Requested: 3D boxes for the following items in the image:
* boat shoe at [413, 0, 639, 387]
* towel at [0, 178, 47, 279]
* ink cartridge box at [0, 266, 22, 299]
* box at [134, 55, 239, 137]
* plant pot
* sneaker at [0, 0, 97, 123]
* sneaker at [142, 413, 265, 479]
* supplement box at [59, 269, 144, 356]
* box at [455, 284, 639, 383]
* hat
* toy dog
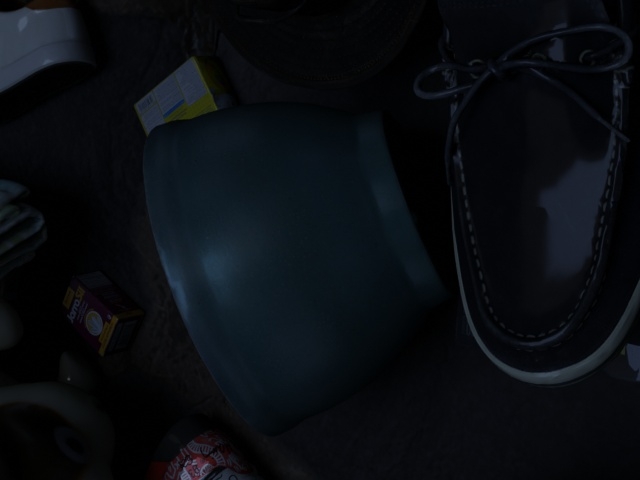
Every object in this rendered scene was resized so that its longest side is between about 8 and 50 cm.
[{"bbox_3d":[0.165,-0.141,1.063,0.187,0.156,0.500,2,85,35],"label":"boat shoe"},{"bbox_3d":[-0.515,0.033,1.521,0.374,0.320,0.090,11,135,36],"label":"towel"},{"bbox_3d":[-0.406,0.008,1.663,0.181,0.062,0.104,24,110,35],"label":"ink cartridge box"},{"bbox_3d":[-0.113,-0.086,1.429,0.105,0.043,0.179,-32,74,37],"label":"box"},{"bbox_3d":[0.000,0.000,1.223,0.196,0.293,0.293,-21,82,12],"label":"plant pot"},{"bbox_3d":[-0.372,-0.205,1.590,0.290,0.106,0.123,-19,78,29],"label":"sneaker"},{"bbox_3d":[-0.140,0.328,1.478,0.145,0.090,0.270,40,116,30],"label":"sneaker"},{"bbox_3d":[-0.242,0.080,1.554,0.083,0.043,0.055,40,120,28],"label":"supplement box"},{"bbox_3d":[0.210,-0.012,1.168,0.183,0.059,0.232,9,101,38],"label":"box"},{"bbox_3d":[-0.056,-0.279,1.164,0.331,0.134,0.331,15,112,42],"label":"hat"},{"bbox_3d":[-0.392,0.241,1.480,0.408,0.395,0.284,-2,133,35],"label":"toy dog"}]
